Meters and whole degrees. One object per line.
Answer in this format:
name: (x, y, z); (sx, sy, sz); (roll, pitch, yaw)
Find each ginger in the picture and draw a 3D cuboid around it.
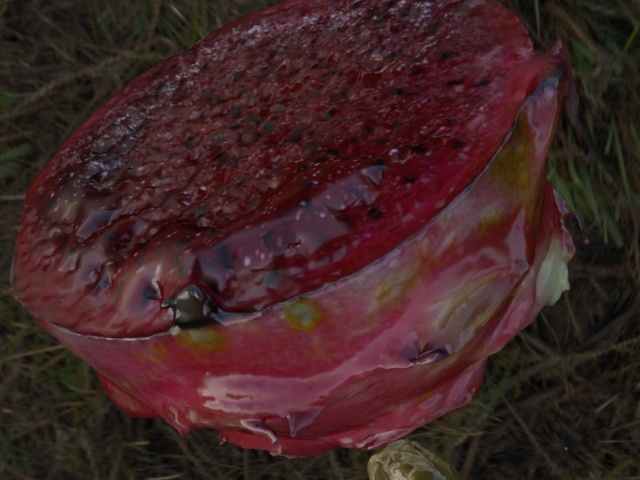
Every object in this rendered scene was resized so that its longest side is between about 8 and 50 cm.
ginger: (0.118, 0.261, 1.004); (0.081, 0.115, 0.205); (-44, 57, 42)

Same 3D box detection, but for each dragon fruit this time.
dragon fruit: (0.000, 0.000, 0.816); (0.386, 0.249, 0.371); (-9, 40, 23)
